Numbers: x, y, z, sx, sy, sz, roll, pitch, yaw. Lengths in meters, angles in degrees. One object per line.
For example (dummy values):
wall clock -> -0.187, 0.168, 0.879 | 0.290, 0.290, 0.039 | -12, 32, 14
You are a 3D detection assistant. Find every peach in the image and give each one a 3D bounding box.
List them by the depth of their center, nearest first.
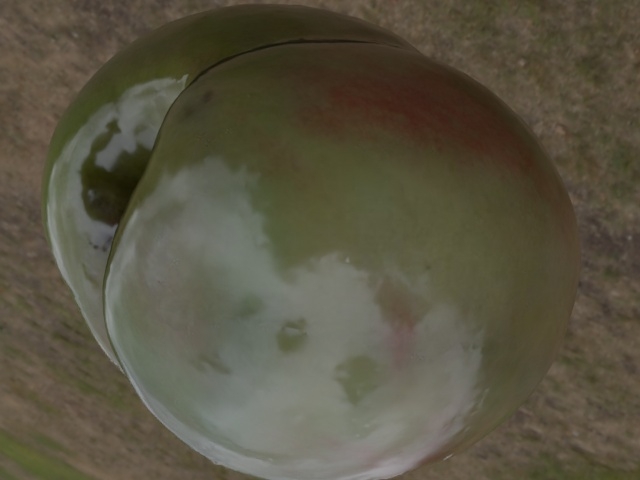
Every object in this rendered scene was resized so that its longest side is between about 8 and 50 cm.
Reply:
peach -> 0.000, 0.001, 0.510 | 0.292, 0.247, 0.292 | 11, 180, 0
